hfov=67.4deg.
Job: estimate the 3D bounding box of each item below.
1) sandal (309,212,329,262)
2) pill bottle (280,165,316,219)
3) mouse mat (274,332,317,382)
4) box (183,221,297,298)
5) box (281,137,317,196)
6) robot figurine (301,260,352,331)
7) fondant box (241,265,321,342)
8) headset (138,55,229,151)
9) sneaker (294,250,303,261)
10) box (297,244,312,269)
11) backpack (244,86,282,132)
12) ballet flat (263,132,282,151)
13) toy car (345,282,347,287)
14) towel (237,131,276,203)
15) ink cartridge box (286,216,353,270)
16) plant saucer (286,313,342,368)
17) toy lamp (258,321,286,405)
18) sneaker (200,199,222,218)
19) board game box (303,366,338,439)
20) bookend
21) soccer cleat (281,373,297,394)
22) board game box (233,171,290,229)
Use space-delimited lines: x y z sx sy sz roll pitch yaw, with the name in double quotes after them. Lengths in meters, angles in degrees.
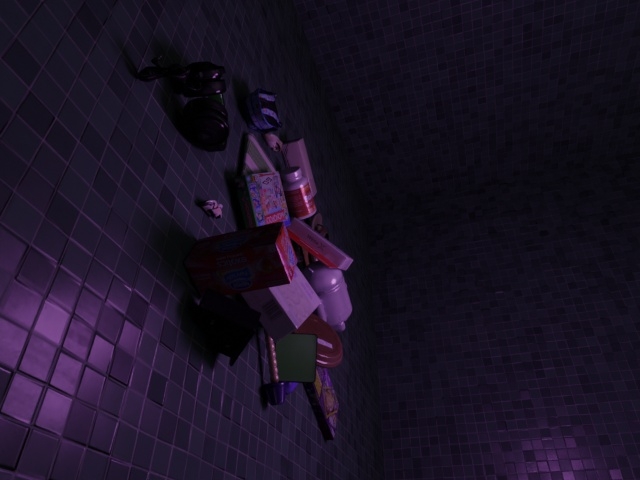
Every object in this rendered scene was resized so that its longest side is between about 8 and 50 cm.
0.000 0.002 2.335 0.120 0.086 0.303 60 25 -53 "sandal"
-0.102 -0.210 2.112 0.121 0.121 0.216 -75 151 -60 "pill bottle"
-0.088 0.407 1.675 0.007 0.152 0.190 91 1 -48 "mouse mat"
-0.204 0.053 1.256 0.123 0.256 0.128 -78 154 -59 "box"
-0.101 -0.335 2.262 0.113 0.094 0.275 -61 138 -69 "box"
0.020 0.235 2.103 0.300 0.199 0.353 -74 150 -61 "robot figurine"
-0.134 0.171 1.601 0.238 0.096 0.330 55 14 1 "fondant box"
-0.352 -0.388 1.336 0.394 0.185 0.243 90 -5 -85 "headset"
-0.119 0.059 1.982 0.152 0.061 0.054 41 42 -66 "sneaker"
-0.067 0.035 2.275 0.201 0.021 0.164 -50 129 -72 "box"
-0.230 -0.496 1.828 0.173 0.117 0.158 -24 103 -76 "backpack"
-0.197 -0.412 2.029 0.168 0.057 0.052 13 77 -74 "ballet flat"
0.040 0.271 2.333 0.136 0.159 0.182 25 46 -26 "toy car"
-0.235 -0.214 1.781 0.248 0.038 0.325 59 27 -52 "towel"
-0.020 0.011 2.001 0.296 0.066 0.261 37 5 17 "ink cartridge box"
-0.022 0.368 1.833 0.278 0.041 0.278 32 21 -14 "plant saucer"
-0.158 0.391 1.562 0.080 0.080 0.275 32 49 -71 "toy lamp"
-0.311 -0.090 1.384 0.109 0.040 0.044 25 58 -72 "sneaker"
0.007 0.660 2.069 0.208 0.056 0.347 -67 144 -59 "board game box"
-0.261 0.227 1.247 0.157 0.156 0.072 28 33 -11 "bookend"
-0.071 0.450 1.769 0.318 0.116 0.109 -54 133 -70 "soccer cleat"
-0.199 -0.133 1.710 0.317 0.046 0.214 -35 112 -71 "board game box"
